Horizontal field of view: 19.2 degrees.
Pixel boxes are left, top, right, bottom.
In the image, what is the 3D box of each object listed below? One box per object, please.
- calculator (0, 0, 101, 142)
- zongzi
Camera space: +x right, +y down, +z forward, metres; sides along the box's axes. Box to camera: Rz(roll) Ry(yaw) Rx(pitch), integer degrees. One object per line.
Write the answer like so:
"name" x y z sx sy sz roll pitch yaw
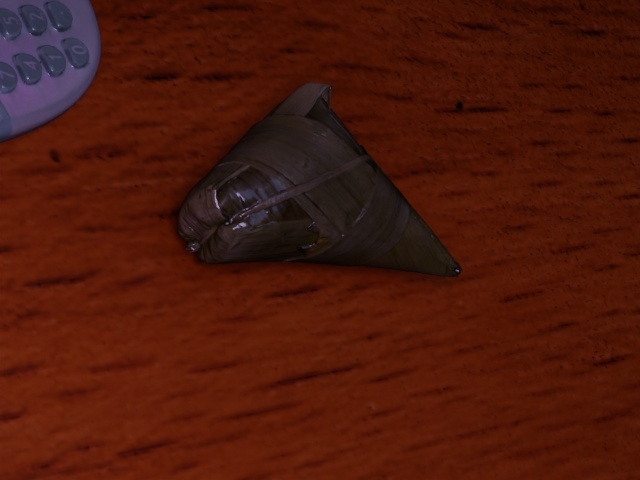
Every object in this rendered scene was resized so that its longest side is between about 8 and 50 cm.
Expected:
"calculator" -0.264 -0.135 1.184 0.295 0.042 0.184 -13 72 -45
"zongzi" 0.000 0.000 1.282 0.176 0.078 0.160 50 50 -6
